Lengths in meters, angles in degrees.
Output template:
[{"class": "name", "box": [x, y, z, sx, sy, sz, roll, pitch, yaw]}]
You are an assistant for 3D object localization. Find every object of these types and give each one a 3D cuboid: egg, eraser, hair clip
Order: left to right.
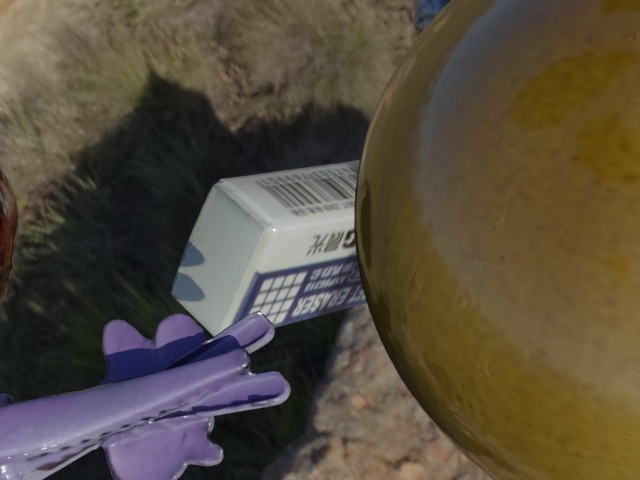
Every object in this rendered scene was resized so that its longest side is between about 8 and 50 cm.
[{"class": "hair clip", "box": [-0.162, 0.123, 0.935, 0.278, 0.090, 0.137, -14, 60, -4]}, {"class": "eraser", "box": [0.000, 0.000, 1.172, 0.081, 0.279, 0.124, 40, 121, 28]}, {"class": "egg", "box": [0.172, 0.002, 0.486, 0.322, 0.250, 0.250, 15, 64, 14]}]

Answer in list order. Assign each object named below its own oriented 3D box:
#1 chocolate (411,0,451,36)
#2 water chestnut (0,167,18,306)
[{"class": "chocolate", "box": [0.131, -0.134, 0.714, 0.167, 0.072, 0.072, -2, 58, 25]}, {"class": "water chestnut", "box": [-0.383, -0.003, 1.169, 0.223, 0.224, 0.238, -35, 15, -6]}]
